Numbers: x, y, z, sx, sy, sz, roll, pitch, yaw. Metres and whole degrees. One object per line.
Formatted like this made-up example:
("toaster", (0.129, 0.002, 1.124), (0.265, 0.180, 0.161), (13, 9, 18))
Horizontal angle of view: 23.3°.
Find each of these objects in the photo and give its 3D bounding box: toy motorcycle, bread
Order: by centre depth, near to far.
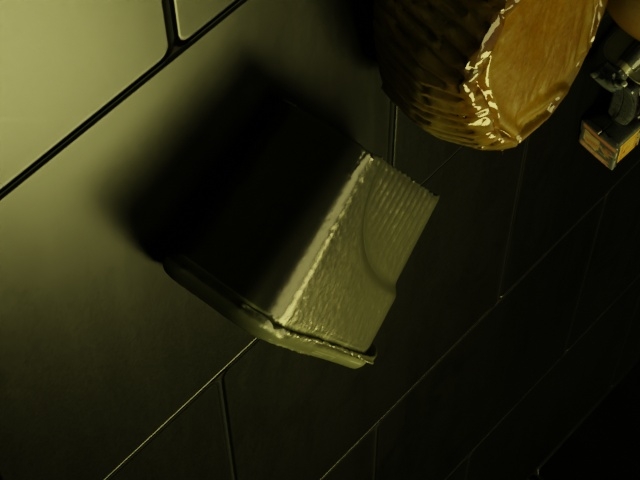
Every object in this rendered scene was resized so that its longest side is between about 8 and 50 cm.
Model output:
("bread", (0.143, -0.202, 1.305), (0.227, 0.142, 0.253), (-46, 155, -10))
("toy motorcycle", (0.388, -0.202, 1.861), (0.157, 0.091, 0.263), (-42, 159, -12))

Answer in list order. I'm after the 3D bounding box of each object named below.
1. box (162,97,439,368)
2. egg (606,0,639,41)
("box", (0.000, 0.000, 1.347), (0.178, 0.138, 0.274), (-58, 159, 3))
("egg", (0.403, -0.320, 1.486), (0.322, 0.250, 0.250), (-48, 158, 0))
